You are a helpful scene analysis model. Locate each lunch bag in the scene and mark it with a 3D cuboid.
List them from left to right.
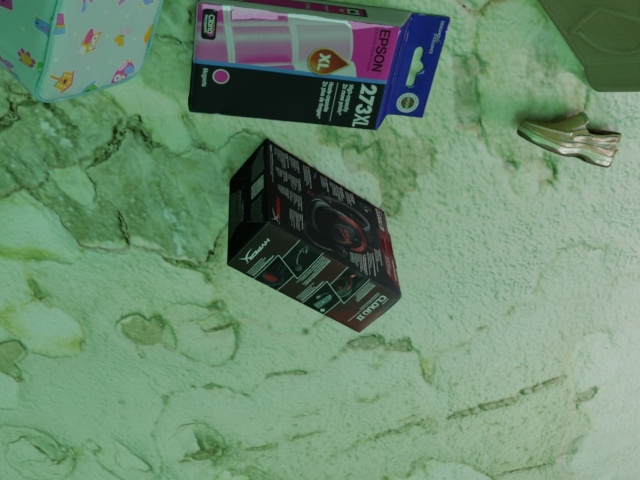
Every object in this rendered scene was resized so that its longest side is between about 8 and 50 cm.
[{"bbox_3d":[-0.285,-0.313,0.955,0.108,0.224,0.279,37,127,10],"label":"lunch bag"}]

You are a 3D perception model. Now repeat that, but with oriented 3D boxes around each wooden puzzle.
[{"bbox_3d":[0.425,-0.341,0.996,0.348,0.322,0.080,45,71,-32],"label":"wooden puzzle"}]

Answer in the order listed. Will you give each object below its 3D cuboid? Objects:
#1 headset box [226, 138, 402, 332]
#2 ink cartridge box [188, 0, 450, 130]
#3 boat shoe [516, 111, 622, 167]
[{"bbox_3d":[0.000,0.000,1.245,0.293,0.218,0.110,29,123,-28],"label":"headset box"},{"bbox_3d":[-0.002,-0.258,1.130,0.371,0.069,0.175,3,130,-11],"label":"ink cartridge box"},{"bbox_3d":[0.406,-0.176,1.249,0.190,0.068,0.072,10,117,-26],"label":"boat shoe"}]
